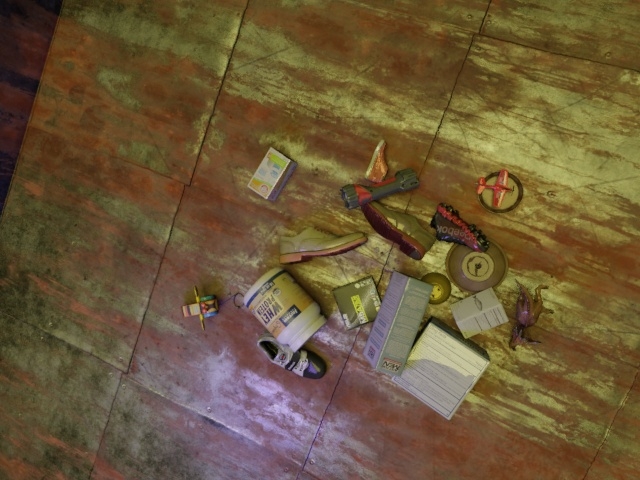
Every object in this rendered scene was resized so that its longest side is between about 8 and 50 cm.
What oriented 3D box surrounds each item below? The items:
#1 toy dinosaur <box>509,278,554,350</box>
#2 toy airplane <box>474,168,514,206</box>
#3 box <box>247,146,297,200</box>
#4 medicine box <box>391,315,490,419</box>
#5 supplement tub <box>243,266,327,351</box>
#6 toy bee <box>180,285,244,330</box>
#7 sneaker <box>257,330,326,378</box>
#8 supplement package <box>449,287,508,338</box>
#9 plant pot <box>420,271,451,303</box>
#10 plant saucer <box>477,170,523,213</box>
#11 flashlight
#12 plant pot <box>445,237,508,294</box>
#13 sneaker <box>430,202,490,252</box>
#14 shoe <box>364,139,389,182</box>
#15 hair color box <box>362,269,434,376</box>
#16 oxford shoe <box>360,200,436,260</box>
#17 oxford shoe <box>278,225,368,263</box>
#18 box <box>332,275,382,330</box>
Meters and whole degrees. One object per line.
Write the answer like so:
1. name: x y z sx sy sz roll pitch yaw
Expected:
1. toy dinosaur: 0.767 0.279 1.677 0.127 0.295 0.200 11 53 38
2. toy airplane: 0.673 -0.205 1.759 0.151 0.028 0.151 0 89 15
3. box: -0.210 -0.288 1.986 0.114 0.103 0.203 36 100 12
4. medicine box: 0.473 0.497 1.794 0.264 0.149 0.289 33 99 12
5. supplement tub: -0.146 0.292 1.917 0.316 0.228 0.228 45 101 10
6. toy bee: -0.526 0.291 2.054 0.298 0.162 0.195 -35 81 13
7. sneaker: -0.136 0.513 1.963 0.331 0.146 0.122 26 96 12
8. supplement package: 0.612 0.281 1.757 0.179 0.105 0.105 -27 119 14
9. plant pot: 0.458 0.198 1.820 0.135 0.095 0.134 0 91 14
10. plant saucer: 0.706 -0.188 1.781 0.169 0.029 0.168 0 91 16
11. flashlight: 0.235 -0.217 1.830 0.304 0.103 0.103 -21 102 -8
12. plant pot: 0.610 0.098 1.771 0.238 0.110 0.237 0 92 16
13. sneaker: 0.531 -0.026 1.763 0.135 0.098 0.276 -56 49 19
14. shoe: 0.254 -0.324 1.885 0.081 0.063 0.177 25 103 12
15. hair color box: 0.302 0.320 1.791 0.114 0.185 0.374 21 91 -11
16. oxford shoe: 0.315 -0.068 1.865 0.130 0.123 0.348 -41 74 -20
17. oxford shoe: 0.000 0.000 1.921 0.398 0.140 0.146 -12 81 13
18. box: 0.166 0.266 1.926 0.184 0.045 0.190 -20 86 11
